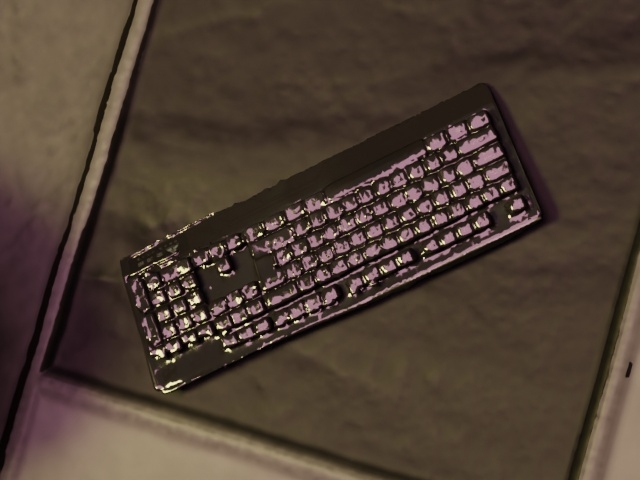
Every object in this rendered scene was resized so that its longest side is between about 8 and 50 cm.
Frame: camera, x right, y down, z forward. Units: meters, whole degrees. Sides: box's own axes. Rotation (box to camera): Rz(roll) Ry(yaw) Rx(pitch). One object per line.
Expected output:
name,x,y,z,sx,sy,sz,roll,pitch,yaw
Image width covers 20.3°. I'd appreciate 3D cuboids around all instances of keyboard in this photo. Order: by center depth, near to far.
keyboard,-0.001,0.000,0.805,0.196,0.015,0.074,-25,72,14
